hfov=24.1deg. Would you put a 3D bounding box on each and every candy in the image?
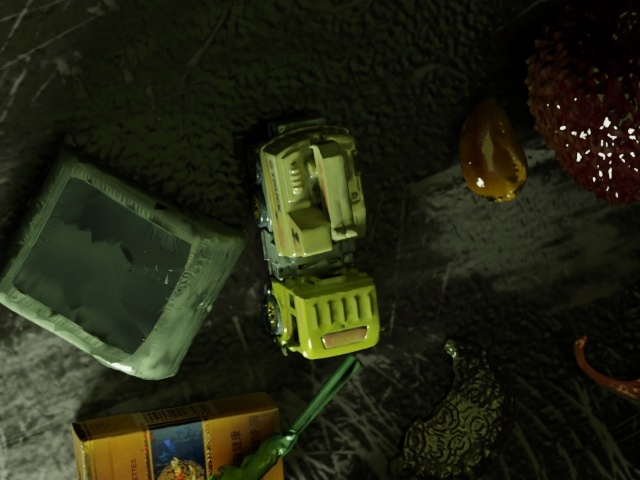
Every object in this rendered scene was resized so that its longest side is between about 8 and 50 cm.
[{"bbox_3d":[-0.045,0.232,1.721,0.073,0.077,0.262,42,78,0],"label":"candy"}]

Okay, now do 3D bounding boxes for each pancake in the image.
[{"bbox_3d":[0.158,0.223,1.866,0.190,0.020,0.184,-31,110,-10],"label":"pancake"}]

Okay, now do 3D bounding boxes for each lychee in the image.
[{"bbox_3d":[0.361,-0.159,1.739,0.271,0.271,0.271,-4,103,-16],"label":"lychee"}]

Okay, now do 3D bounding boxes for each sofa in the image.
[{"bbox_3d":[-0.226,0.023,1.674,0.225,0.176,0.210,27,94,8],"label":"sofa"}]

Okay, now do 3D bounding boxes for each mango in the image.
[{"bbox_3d":[0.202,-0.107,1.784,0.077,0.063,0.127,-15,101,-8],"label":"mango"}]

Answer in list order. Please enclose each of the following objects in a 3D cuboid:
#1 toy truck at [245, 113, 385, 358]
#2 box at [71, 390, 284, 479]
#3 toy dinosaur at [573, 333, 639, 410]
[{"bbox_3d":[0.000,0.000,1.694,0.124,0.157,0.272,-10,105,-15],"label":"toy truck"},{"bbox_3d":[-0.163,0.273,1.754,0.237,0.070,0.152,-8,105,-14],"label":"box"},{"bbox_3d":[0.431,0.189,1.924,0.101,0.055,0.279,-45,110,3],"label":"toy dinosaur"}]
